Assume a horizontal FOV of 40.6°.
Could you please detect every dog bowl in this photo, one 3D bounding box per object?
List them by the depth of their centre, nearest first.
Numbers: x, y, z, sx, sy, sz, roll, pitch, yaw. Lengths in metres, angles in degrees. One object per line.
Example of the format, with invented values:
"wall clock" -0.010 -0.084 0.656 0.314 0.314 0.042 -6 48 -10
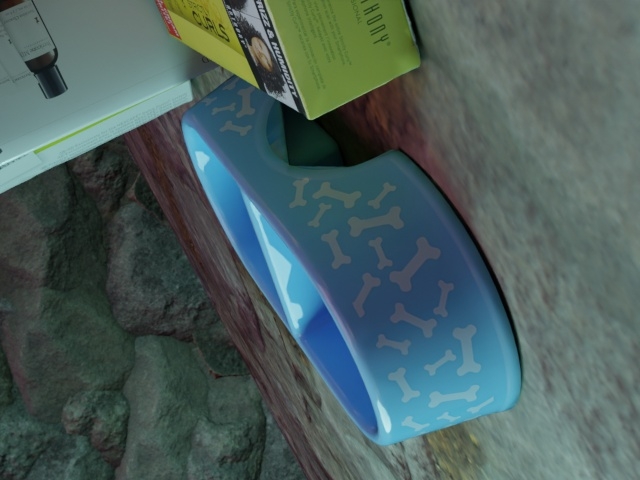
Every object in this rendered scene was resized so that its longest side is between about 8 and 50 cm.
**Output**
"dog bowl" 0.000 0.000 0.517 0.297 0.074 0.166 51 163 46

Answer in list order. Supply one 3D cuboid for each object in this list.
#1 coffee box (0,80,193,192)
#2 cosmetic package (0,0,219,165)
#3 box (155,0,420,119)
"coffee box" -0.345 -0.262 0.752 0.337 0.338 0.334 58 166 19
"cosmetic package" -0.164 -0.118 0.547 0.098 0.239 0.060 66 166 -17
"box" -0.039 -0.133 0.425 0.232 0.058 0.087 43 158 58
